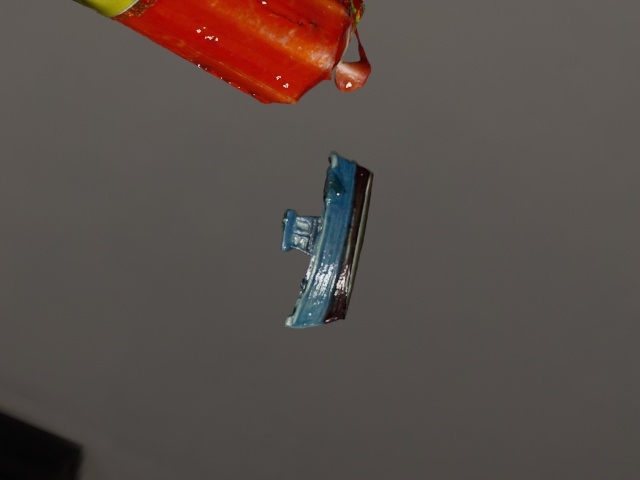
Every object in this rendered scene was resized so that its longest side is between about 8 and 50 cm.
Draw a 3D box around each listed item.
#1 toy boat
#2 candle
[{"bbox_3d":[0.000,0.000,1.216,0.060,0.060,0.137,-7,106,-81],"label":"toy boat"},{"bbox_3d":[-0.032,-0.081,0.536,0.052,0.130,0.052,-30,-132,40],"label":"candle"}]
